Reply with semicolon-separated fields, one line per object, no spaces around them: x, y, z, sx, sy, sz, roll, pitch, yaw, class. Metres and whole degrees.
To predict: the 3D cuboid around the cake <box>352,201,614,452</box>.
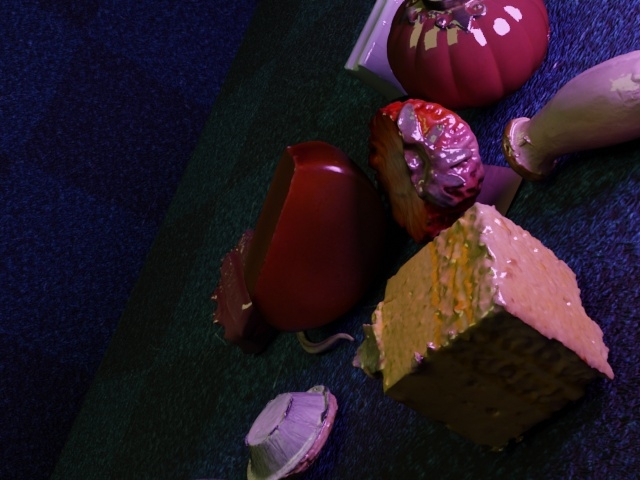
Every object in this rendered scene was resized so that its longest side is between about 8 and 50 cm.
0.205;0.140;1.109;0.286;0.227;0.222;-44;24;31;cake

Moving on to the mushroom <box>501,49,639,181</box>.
0.410;-0.189;1.200;0.350;0.128;0.128;-31;37;55;mushroom

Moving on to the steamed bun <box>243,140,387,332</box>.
0.000;0.000;1.669;0.235;0.248;0.379;-120;47;-68;steamed bun

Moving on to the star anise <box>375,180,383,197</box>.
0.170;-0.165;1.744;0.172;0.063;0.208;-64;23;-3;star anise

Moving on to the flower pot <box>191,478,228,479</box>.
-0.208;0.582;1.361;0.299;0.299;0.283;-44;24;34;flower pot

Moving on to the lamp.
0.273;-0.380;1.512;0.303;0.257;0.303;-16;46;17;lamp

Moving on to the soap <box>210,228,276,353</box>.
-0.171;0.126;2.033;0.220;0.127;0.325;-54;24;17;soap

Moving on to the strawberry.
0.197;-0.137;1.520;0.149;0.265;0.336;-21;-2;-10;strawberry

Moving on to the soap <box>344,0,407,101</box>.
0.197;-0.491;1.927;0.095;0.172;0.290;2;64;63;soap

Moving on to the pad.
0.297;-0.085;1.458;0.113;0.006;0.187;-64;22;-1;pad

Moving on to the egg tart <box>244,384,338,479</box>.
-0.069;0.365;1.532;0.234;0.094;0.234;-45;15;16;egg tart

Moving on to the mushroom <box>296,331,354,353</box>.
-0.013;0.206;1.733;0.306;0.043;0.068;-163;76;-65;mushroom
